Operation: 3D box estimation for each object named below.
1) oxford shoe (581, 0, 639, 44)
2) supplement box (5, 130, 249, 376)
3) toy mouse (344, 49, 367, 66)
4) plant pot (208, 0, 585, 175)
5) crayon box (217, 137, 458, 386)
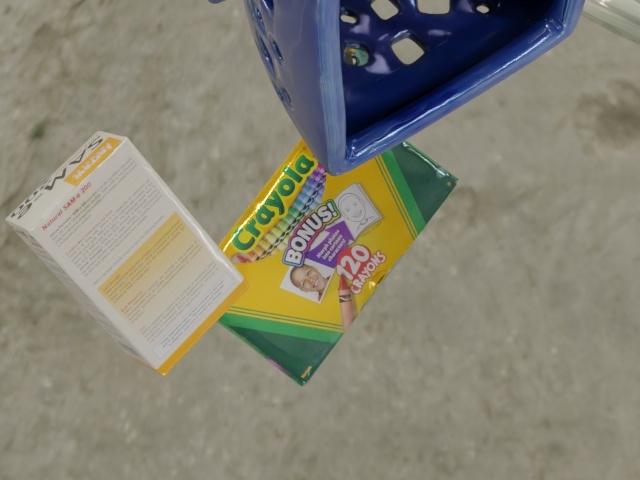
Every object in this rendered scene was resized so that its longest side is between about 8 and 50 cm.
[{"bbox_3d":[0.378,-0.183,1.171,0.169,0.449,0.130,0,111,-51],"label":"oxford shoe"},{"bbox_3d":[-0.088,0.006,0.661,0.062,0.036,0.098,-46,118,-16],"label":"supplement box"},{"bbox_3d":[0.047,-0.157,1.442,0.031,0.143,0.161,-17,81,31],"label":"toy mouse"},{"bbox_3d":[0.039,-0.223,0.981,0.236,0.236,0.212,-33,66,-15],"label":"plant pot"},{"bbox_3d":[0.000,0.000,1.551,0.165,0.081,0.278,37,84,4],"label":"crayon box"}]
